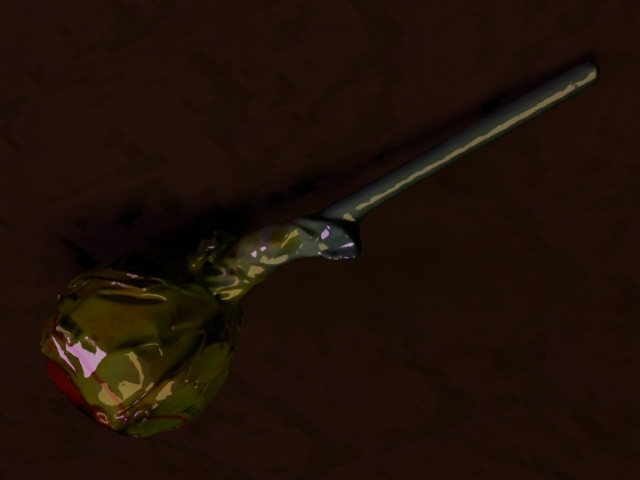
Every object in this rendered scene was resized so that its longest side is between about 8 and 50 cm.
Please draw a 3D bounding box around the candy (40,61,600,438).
[{"bbox_3d":[0.000,0.000,0.360,0.123,0.035,0.035,-30,178,23],"label":"candy"}]
